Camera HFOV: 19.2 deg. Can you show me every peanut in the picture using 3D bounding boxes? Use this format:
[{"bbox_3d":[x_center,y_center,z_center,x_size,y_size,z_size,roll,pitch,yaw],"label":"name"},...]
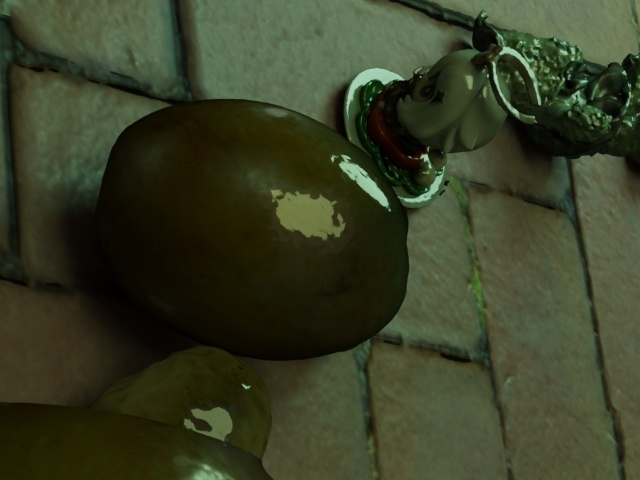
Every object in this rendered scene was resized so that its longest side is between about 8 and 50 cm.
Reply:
[{"bbox_3d":[-0.115,0.166,1.223,0.120,0.110,0.236,52,50,-23],"label":"peanut"}]

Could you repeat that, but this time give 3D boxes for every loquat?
[{"bbox_3d":[-0.044,-0.006,1.314,0.227,0.179,0.179,21,51,-4],"label":"loquat"}]

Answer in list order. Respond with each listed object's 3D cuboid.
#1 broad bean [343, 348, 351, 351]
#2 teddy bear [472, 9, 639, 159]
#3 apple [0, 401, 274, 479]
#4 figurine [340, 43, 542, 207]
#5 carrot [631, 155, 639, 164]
[{"bbox_3d":[0.000,0.000,1.456,0.124,0.082,0.174,6,77,-44],"label":"broad bean"},{"bbox_3d":[0.222,-0.133,1.759,0.213,0.111,0.133,18,33,-14],"label":"teddy bear"},{"bbox_3d":[-0.133,0.269,0.975,0.384,0.374,0.374,55,31,-59],"label":"apple"},{"bbox_3d":[0.112,-0.107,1.566,0.132,0.154,0.132,24,55,-40],"label":"figurine"},{"bbox_3d":[0.403,-0.082,1.948,0.225,0.067,0.067,12,63,-43],"label":"carrot"}]
